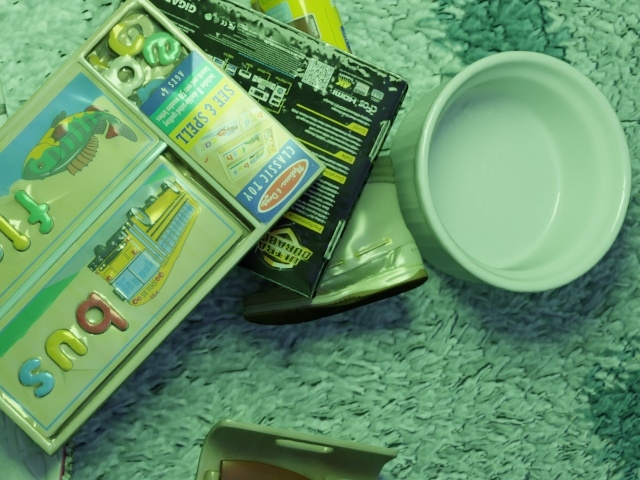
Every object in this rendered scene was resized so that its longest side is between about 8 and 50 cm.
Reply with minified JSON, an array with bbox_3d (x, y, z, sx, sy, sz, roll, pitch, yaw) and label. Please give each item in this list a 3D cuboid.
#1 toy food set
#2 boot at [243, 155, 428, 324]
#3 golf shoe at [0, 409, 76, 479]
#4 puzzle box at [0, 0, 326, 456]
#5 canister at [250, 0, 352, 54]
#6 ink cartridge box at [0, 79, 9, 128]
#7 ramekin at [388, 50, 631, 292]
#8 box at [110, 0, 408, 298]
[{"bbox_3d":[-0.038,0.366,1.854,0.220,0.092,0.306,13,82,-22],"label":"toy food set"},{"bbox_3d":[0.000,0.000,1.895,0.213,0.077,0.165,-16,77,1],"label":"boot"},{"bbox_3d":[-0.323,0.194,1.750,0.140,0.115,0.306,3,83,-7],"label":"golf shoe"},{"bbox_3d":[-0.228,-0.017,1.696,0.272,0.052,0.409,43,83,0],"label":"puzzle box"},{"bbox_3d":[-0.012,-0.209,1.879,0.073,0.126,0.170,-20,93,-22],"label":"canister"},{"bbox_3d":[-0.386,-0.116,1.751,0.109,0.063,0.150,-11,91,-22],"label":"ink cartridge box"},{"bbox_3d":[0.212,-0.076,1.958,0.277,0.135,0.277,1,86,-23],"label":"ramekin"},{"bbox_3d":[-0.100,-0.118,1.782,0.322,0.079,0.257,24,92,1],"label":"box"}]
